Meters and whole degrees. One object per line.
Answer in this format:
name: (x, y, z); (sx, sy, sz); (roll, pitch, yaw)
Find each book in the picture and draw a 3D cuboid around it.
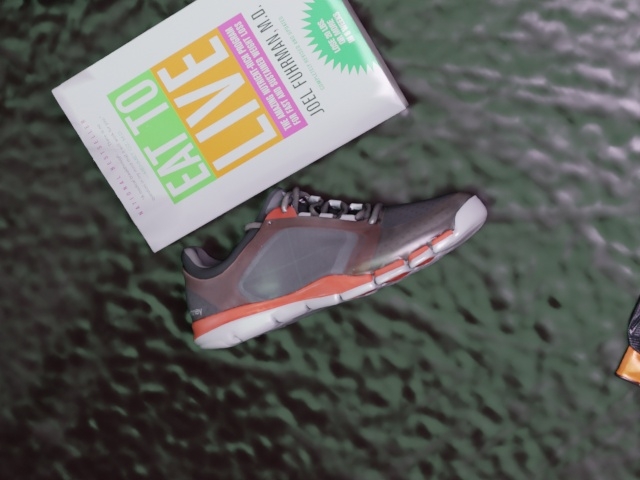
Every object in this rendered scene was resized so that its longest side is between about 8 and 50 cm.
book: (-0.043, -0.070, 0.817); (0.144, 0.035, 0.096); (-30, 94, 12)

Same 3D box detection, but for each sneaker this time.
sneaker: (0.000, 0.000, 0.802); (0.158, 0.061, 0.065); (-22, 86, 13)

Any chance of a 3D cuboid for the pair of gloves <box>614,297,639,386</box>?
pair of gloves: (0.188, 0.047, 0.793); (0.083, 0.010, 0.074); (24, 103, 11)
